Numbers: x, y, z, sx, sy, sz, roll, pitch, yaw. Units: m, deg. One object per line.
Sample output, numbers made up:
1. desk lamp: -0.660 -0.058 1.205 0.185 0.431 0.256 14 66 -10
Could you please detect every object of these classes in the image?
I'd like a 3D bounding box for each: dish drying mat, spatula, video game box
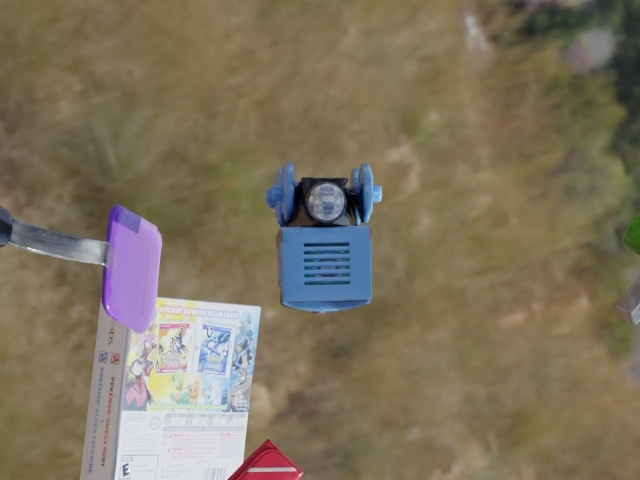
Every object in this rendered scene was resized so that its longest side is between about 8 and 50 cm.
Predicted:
1. dish drying mat: -0.049 0.160 1.182 0.032 0.083 0.008 45 -13 -6
2. spatula: -0.189 -0.002 1.309 0.296 0.030 0.084 23 67 -54
3. video game box: -0.140 0.146 1.860 0.205 0.048 0.187 9 89 -57

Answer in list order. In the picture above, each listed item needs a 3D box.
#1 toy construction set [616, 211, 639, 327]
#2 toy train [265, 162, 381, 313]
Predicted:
1. toy construction set: 0.322 0.006 1.356 0.237 0.309 0.257 42 22 28
2. toy train: 0.000 0.000 1.410 0.184 0.080 0.105 143 -53 -86
